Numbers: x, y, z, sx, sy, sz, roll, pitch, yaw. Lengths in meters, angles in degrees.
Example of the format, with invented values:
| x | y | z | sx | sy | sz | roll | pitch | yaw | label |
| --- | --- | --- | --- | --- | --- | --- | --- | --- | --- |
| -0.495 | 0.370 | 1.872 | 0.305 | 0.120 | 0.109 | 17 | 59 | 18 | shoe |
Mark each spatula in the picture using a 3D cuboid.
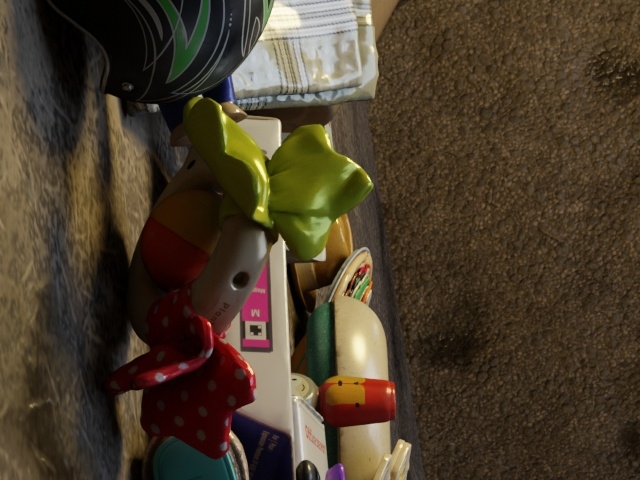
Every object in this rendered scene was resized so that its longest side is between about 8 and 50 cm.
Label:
| x | y | z | sx | sy | sz | roll | pitch | yaw | label |
| --- | --- | --- | --- | --- | --- | --- | --- | --- | --- |
| 0.001 | 0.220 | 1.362 | 0.296 | 0.030 | 0.084 | 64 | 22 | -73 | spatula |

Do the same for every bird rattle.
| x | y | z | sx | sy | sz | roll | pitch | yaw | label |
| --- | --- | --- | --- | --- | --- | --- | --- | --- | --- |
| -0.078 | 0.021 | 1.181 | 0.207 | 0.143 | 0.253 | 34 | -75 | 63 | bird rattle |

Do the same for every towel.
| x | y | z | sx | sy | sz | roll | pitch | yaw | label |
| --- | --- | --- | --- | --- | --- | --- | --- | --- | --- |
| -0.062 | -0.269 | 1.405 | 0.324 | 0.056 | 0.312 | -11 | 94 | -49 | towel |

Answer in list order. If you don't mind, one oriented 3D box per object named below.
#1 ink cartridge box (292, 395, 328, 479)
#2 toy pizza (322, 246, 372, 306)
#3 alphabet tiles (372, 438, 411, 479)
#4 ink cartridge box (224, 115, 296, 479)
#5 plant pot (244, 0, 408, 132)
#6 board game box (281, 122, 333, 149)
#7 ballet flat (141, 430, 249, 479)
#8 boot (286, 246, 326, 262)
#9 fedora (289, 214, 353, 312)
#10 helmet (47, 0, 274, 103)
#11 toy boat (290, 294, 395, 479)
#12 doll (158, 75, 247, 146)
| x | y | z | sx | sy | sz | roll | pitch | yaw | label |
| --- | --- | --- | --- | --- | --- | --- | --- | --- | --- |
| -0.040 | 0.267 | 1.509 | 0.158 | 0.092 | 0.217 | 60 | 25 | -72 | ink cartridge box |
| 0.033 | 0.106 | 2.147 | 0.201 | 0.032 | 0.201 | 21 | 90 | -76 | toy pizza |
| 0.044 | 0.369 | 1.817 | 0.278 | 0.021 | 0.284 | 94 | 19 | -55 | alphabet tiles |
| -0.068 | 0.090 | 1.369 | 0.175 | 0.069 | 0.370 | 110 | -22 | -55 | ink cartridge box |
| -0.030 | -0.241 | 1.631 | 0.263 | 0.263 | 0.229 | 67 | 33 | -65 | plant pot |
| -0.054 | -0.223 | 1.903 | 0.224 | 0.098 | 0.303 | 63 | 19 | -67 | board game box |
| -0.071 | 0.287 | 1.225 | 0.106 | 0.108 | 0.316 | 148 | -65 | -83 | ballet flat |
| -0.050 | -0.042 | 1.731 | 0.258 | 0.095 | 0.123 | 36 | 53 | -79 | boot |
| 0.000 | 0.000 | 2.166 | 0.194 | 0.079 | 0.194 | -7 | 90 | -83 | fedora |
| -0.112 | -0.184 | 1.149 | 0.161 | 0.169 | 0.169 | 52 | 16 | -15 | helmet |
| 0.009 | 0.191 | 1.884 | 0.318 | 0.148 | 0.267 | 86 | 2 | -82 | toy boat |
| -0.114 | -0.175 | 1.254 | 0.046 | 0.129 | 0.189 | -8 | 74 | -64 | doll |
